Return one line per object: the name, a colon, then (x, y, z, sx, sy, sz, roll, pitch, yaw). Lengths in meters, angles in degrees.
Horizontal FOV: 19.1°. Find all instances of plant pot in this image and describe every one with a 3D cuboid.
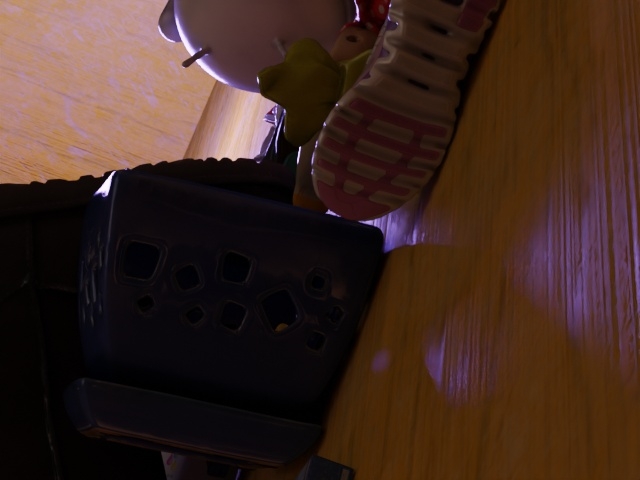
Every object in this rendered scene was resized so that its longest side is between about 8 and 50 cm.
plant pot: (-0.099, 0.078, 1.627, 0.236, 0.236, 0.212, 149, 134, -76)

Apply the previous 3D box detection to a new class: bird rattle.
bird rattle: (0.016, -0.139, 1.741, 0.253, 0.143, 0.207, -78, 2, -54)

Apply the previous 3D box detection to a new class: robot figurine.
robot figurine: (-0.046, -0.304, 2.178, 0.300, 0.200, 0.353, -15, 33, 30)

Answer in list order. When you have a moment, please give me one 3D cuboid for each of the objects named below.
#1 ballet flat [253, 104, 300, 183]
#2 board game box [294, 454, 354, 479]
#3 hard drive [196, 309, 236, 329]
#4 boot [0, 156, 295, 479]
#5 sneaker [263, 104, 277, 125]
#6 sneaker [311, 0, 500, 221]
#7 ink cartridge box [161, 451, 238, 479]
ballet flat: (-0.032, -0.121, 2.136, 0.074, 0.074, 0.203, -83, 14, -58)
board game box: (-0.036, 0.265, 1.420, 0.201, 0.035, 0.136, 122, 166, -52)
hard drive: (-0.132, 0.057, 2.095, 0.054, 0.172, 0.255, -9, 55, 47)
boot: (-0.168, 0.163, 1.769, 0.146, 0.367, 0.445, 107, 153, -71)
sneaker: (-0.038, -0.179, 2.435, 0.118, 0.042, 0.067, 177, 109, -72)
sneaker: (0.070, -0.125, 1.516, 0.104, 0.095, 0.236, -110, 46, -87)
ink cartridge box: (-0.159, 0.194, 1.913, 0.093, 0.154, 0.212, 42, -118, -50)
